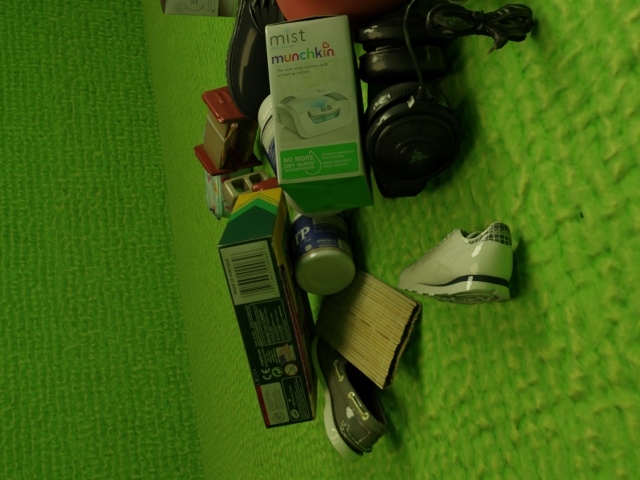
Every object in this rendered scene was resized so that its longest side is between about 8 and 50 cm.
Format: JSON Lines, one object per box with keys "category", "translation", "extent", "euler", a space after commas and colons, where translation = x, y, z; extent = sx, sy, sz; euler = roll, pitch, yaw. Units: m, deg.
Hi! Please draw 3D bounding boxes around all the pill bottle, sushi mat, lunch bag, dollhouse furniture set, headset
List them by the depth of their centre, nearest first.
{"category": "headset", "translation": [0.145, -0.206, 1.028], "extent": [0.394, 0.185, 0.243], "euler": [104, 161, -75]}
{"category": "sushi mat", "translation": [0.073, 0.136, 1.313], "extent": [0.151, 0.019, 0.316], "euler": [-69, 24, 3]}
{"category": "pill bottle", "translation": [-0.027, -0.175, 1.407], "extent": [0.265, 0.153, 0.153], "euler": [-116, 30, -47]}
{"category": "pill bottle", "translation": [0.000, 0.000, 1.409], "extent": [0.187, 0.112, 0.112], "euler": [-99, 18, -45]}
{"category": "dollhouse furniture set", "translation": [-0.156, -0.185, 1.822], "extent": [0.374, 0.152, 0.201], "euler": [55, 146, 25]}
{"category": "lunch bag", "translation": [-0.272, -0.197, 2.122], "extent": [0.224, 0.107, 0.279], "euler": [-153, 61, -66]}

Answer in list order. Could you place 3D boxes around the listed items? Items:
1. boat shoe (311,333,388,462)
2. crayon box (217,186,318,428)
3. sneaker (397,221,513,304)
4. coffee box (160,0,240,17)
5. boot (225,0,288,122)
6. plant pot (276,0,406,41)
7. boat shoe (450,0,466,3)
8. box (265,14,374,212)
{"category": "boat shoe", "translation": [0.054, 0.258, 1.350], "extent": [0.091, 0.109, 0.305], "euler": [-39, 30, 16]}
{"category": "crayon box", "translation": [-0.088, 0.115, 1.430], "extent": [0.313, 0.106, 0.363], "euler": [-91, -11, -71]}
{"category": "sneaker", "translation": [0.182, 0.035, 1.006], "extent": [0.235, 0.090, 0.095], "euler": [167, 111, -66]}
{"category": "coffee box", "translation": [-0.276, -0.638, 1.863], "extent": [0.098, 0.246, 0.141], "euler": [108, 150, -45]}
{"category": "boot", "translation": [-0.070, -0.403, 1.484], "extent": [0.445, 0.146, 0.367], "euler": [-146, 56, -66]}
{"category": "plant pot", "translation": [0.040, -0.426, 1.074], "extent": [0.243, 0.275, 0.275], "euler": [126, 137, -75]}
{"category": "boat shoe", "translation": [0.181, -0.419, 0.902], "extent": [0.084, 0.095, 0.258], "euler": [-30, -45, -77]}
{"category": "box", "translation": [0.003, -0.177, 1.134], "extent": [0.262, 0.126, 0.231], "euler": [45, -140, -80]}
